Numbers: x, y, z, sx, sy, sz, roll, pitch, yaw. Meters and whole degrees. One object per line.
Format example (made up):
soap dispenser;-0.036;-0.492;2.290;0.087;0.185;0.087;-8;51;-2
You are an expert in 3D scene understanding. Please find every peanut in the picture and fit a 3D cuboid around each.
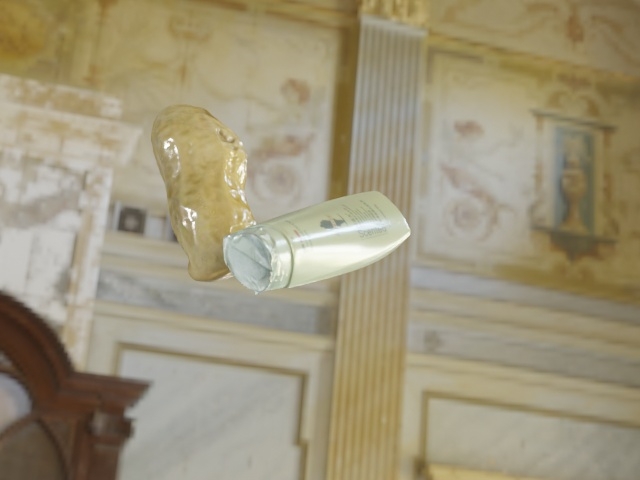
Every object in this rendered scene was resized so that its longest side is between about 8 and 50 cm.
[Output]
peanut;-0.116;-0.053;1.373;0.100;0.214;0.099;-7;-35;-5

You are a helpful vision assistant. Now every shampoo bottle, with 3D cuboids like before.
shampoo bottle;0.000;0.000;1.245;0.049;0.072;0.212;-46;-16;33
